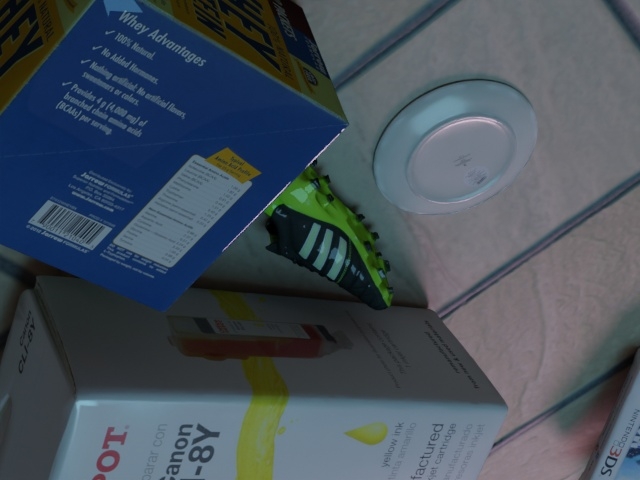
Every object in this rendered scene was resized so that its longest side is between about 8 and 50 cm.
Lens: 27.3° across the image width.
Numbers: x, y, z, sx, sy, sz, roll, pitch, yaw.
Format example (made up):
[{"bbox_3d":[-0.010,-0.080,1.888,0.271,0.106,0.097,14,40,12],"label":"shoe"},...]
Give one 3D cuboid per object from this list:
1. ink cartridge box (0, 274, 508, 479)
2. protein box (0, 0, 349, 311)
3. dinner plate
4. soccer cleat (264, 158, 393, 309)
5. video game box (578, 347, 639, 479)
[{"bbox_3d":[-0.078,0.198,1.113,0.385,0.160,0.279,6,119,-29],"label":"ink cartridge box"},{"bbox_3d":[-0.130,-0.091,0.878,0.200,0.136,0.201,27,119,-37],"label":"protein box"},{"bbox_3d":[0.112,-0.070,1.075,0.141,0.017,0.141,-11,137,-10],"label":"dinner plate"},{"bbox_3d":[0.000,0.000,1.078,0.072,0.060,0.179,-24,130,18],"label":"soccer cleat"},{"bbox_3d":[0.392,0.223,1.357,0.205,0.048,0.187,17,122,4],"label":"video game box"}]
